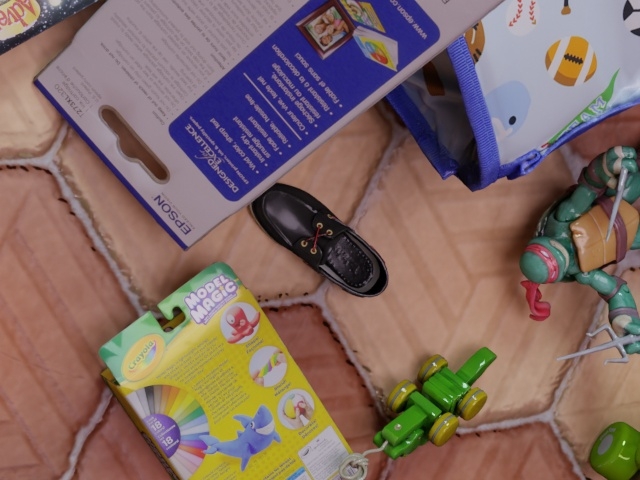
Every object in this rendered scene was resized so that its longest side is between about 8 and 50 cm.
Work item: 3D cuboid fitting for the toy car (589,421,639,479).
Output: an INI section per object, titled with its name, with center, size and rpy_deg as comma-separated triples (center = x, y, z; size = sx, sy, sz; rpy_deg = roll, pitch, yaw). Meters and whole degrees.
[toy car]
center = 0.356, 0.157, 1.492
size = 0.155, 0.149, 0.188
rpy_deg = 34, 72, -14

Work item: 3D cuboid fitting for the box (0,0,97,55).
[box]
center = -0.235, -0.222, 1.221
size = 0.233, 0.044, 0.159
rpy_deg = -33, 109, -16

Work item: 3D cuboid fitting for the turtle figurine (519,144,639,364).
[turtle figurine]
center = 0.243, -0.009, 1.424
size = 0.234, 0.118, 0.175
rpy_deg = -32, 124, -32

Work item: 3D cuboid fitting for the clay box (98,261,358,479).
[clay box]
center = -0.074, 0.133, 1.339
size = 0.127, 0.053, 0.222
rpy_deg = -37, 110, -15

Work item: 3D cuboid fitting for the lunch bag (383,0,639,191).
[lunch bag]
center = 0.150, -0.272, 1.279
size = 0.328, 0.239, 0.385
rpy_deg = -32, 100, -15

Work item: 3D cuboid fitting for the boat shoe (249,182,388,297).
[boat shoe]
center = 0.001, -0.002, 1.359
size = 0.133, 0.042, 0.049
rpy_deg = 39, 84, -22

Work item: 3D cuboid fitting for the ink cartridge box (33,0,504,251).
[ink cartridge box]
center = -0.033, -0.151, 1.180
size = 0.176, 0.371, 0.069
rpy_deg = 49, 38, -6

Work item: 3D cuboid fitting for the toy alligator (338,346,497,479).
[toy alligator]
center = 0.077, 0.151, 1.398
size = 0.189, 0.056, 0.051
rpy_deg = -37, 153, -33
